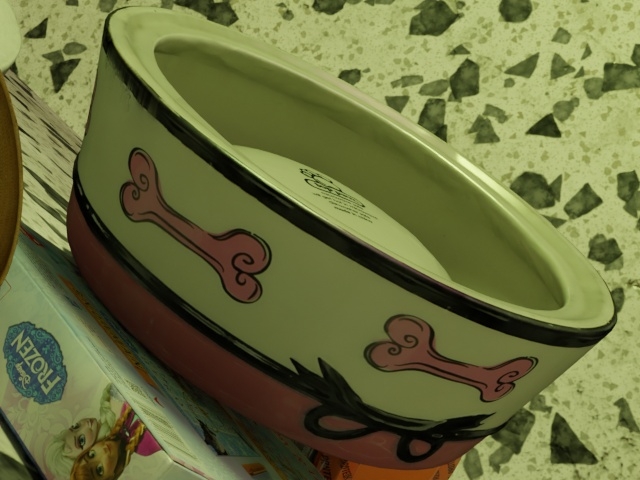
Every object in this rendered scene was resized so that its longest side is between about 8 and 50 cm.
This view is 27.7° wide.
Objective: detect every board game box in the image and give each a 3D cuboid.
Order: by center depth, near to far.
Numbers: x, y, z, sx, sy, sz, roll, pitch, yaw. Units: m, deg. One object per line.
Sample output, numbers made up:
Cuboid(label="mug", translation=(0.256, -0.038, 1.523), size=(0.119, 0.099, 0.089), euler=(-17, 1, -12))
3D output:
Cuboid(label="board game box", translation=(-0.097, 0.125, 0.844), size=(0.318, 0.066, 0.318), euler=(42, 0, 44))

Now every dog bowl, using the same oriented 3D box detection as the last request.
Cuboid(label="dog bowl", translation=(0.000, 0.000, 0.927), size=(0.408, 0.150, 0.408), euler=(28, 17, -10))

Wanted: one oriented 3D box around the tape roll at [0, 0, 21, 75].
Cuboid(label="tape roll", translation=(-0.384, -0.213, 0.874), size=(0.392, 0.072, 0.392), euler=(36, 17, -13))

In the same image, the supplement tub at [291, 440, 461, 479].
Cuboid(label="supplement tub", translation=(-0.022, 0.109, 1.174), size=(0.316, 0.193, 0.193), euler=(43, 0, 39))

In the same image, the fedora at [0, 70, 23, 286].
Cuboid(label="fedora", translation=(-0.225, -0.040, 0.606), size=(0.194, 0.194, 0.079), euler=(43, 32, 13))
